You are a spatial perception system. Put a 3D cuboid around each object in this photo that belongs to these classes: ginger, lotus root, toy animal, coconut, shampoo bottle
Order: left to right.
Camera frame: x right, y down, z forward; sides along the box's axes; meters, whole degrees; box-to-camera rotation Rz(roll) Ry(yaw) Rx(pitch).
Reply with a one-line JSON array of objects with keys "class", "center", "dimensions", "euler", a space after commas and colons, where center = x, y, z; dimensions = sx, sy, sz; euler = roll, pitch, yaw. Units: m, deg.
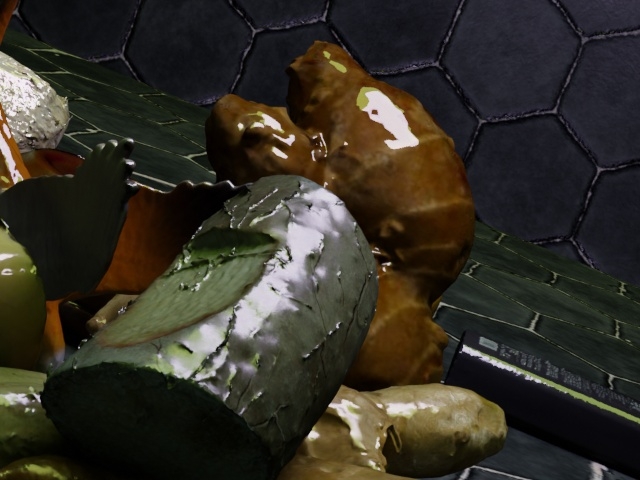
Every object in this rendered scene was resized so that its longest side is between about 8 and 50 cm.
[{"class": "coconut", "center": [-0.384, -0.126, 1.620], "dimensions": [0.194, 0.194, 0.194], "euler": [20, 11, -4]}, {"class": "toy animal", "center": [-0.239, -0.048, 1.123], "dimensions": [0.284, 0.302, 0.225], "euler": [53, 17, 13]}, {"class": "lotus root", "center": [-0.201, 0.126, 0.972], "dimensions": [0.090, 0.077, 0.183], "euler": [21, 5, 43]}, {"class": "ginger", "center": [-0.039, 0.151, 1.108], "dimensions": [0.348, 0.122, 0.363], "euler": [13, 20, 7]}, {"class": "ginger", "center": [0.005, -0.009, 1.363], "dimensions": [0.274, 0.357, 0.152], "euler": [18, -14, -14]}, {"class": "shampoo bottle", "center": [0.288, 0.187, 1.619], "dimensions": [0.309, 0.071, 0.098], "euler": [22, 10, 5]}]

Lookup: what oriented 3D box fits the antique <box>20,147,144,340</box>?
[{"class": "antique", "center": [-0.221, 0.005, 1.402], "dimensions": [0.223, 0.129, 0.278], "euler": [15, 14, -44]}]

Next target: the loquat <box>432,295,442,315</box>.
[{"class": "loquat", "center": [0.023, 0.049, 1.537], "dimensions": [0.187, 0.176, 0.234], "euler": [-21, -1, 40]}]

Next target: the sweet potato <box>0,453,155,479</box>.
[{"class": "sweet potato", "center": [-0.109, 0.182, 0.929], "dimensions": [0.226, 0.068, 0.068], "euler": [27, 9, -18]}]

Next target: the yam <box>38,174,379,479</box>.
[{"class": "yam", "center": [-0.056, 0.070, 0.984], "dimensions": [0.154, 0.154, 0.254], "euler": [24, 36, 14]}]

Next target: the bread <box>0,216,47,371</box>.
[{"class": "bread", "center": [-0.332, 0.031, 1.043], "dimensions": [0.261, 0.158, 0.156], "euler": [29, 24, 34]}]
